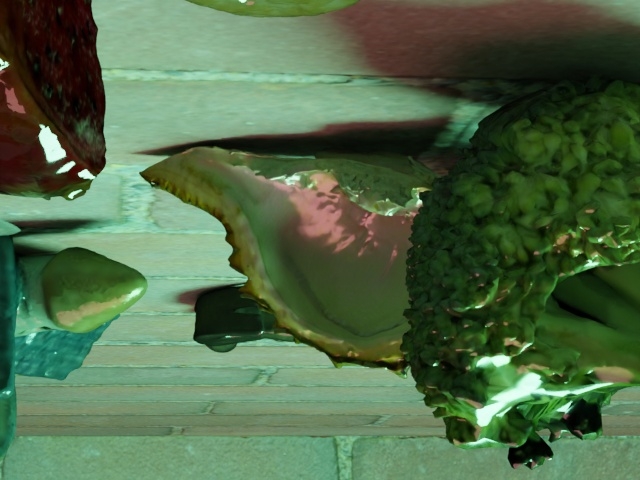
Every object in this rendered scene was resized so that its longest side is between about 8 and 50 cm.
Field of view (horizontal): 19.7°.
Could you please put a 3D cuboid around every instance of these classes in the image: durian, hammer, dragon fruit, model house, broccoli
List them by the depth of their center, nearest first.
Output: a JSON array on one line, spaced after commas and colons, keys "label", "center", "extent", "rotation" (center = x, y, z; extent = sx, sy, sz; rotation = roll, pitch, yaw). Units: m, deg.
[{"label": "dragon fruit", "center": [-0.145, -0.079, 0.587], "extent": [0.120, 0.127, 0.161], "rotation": [-10, 169, 7]}, {"label": "broccoli", "center": [0.138, 0.019, 0.909], "extent": [0.226, 0.198, 0.176], "rotation": [24, -162, -25]}, {"label": "durian", "center": [0.006, -0.009, 1.054], "extent": [0.224, 0.140, 0.078], "rotation": [23, -153, 13]}, {"label": "model house", "center": [-0.258, 0.089, 1.309], "extent": [0.325, 0.194, 0.267], "rotation": [-10, 166, 28]}, {"label": "hammer", "center": [0.109, 0.067, 1.588], "extent": [0.439, 0.044, 0.168], "rotation": [-1, 171, -1]}]

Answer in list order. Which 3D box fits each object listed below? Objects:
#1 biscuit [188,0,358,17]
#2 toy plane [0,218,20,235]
[{"label": "biscuit", "center": [-0.041, -0.107, 0.706], "extent": [0.071, 0.018, 0.147], "rotation": [-6, 169, 40]}, {"label": "toy plane", "center": [-0.304, -0.024, 0.985], "extent": [0.267, 0.088, 0.212], "rotation": [7, 168, 2]}]
